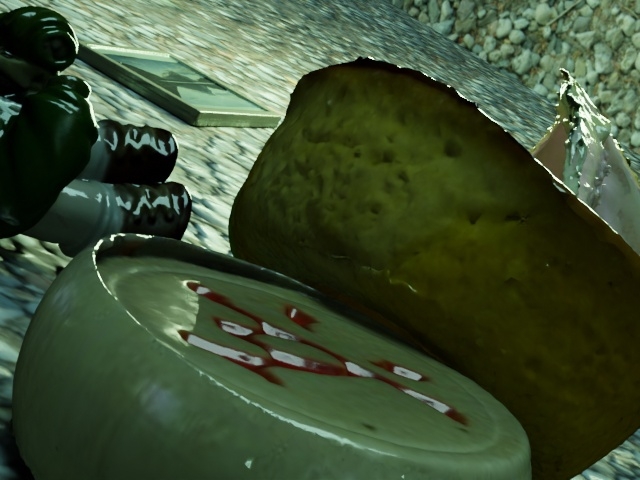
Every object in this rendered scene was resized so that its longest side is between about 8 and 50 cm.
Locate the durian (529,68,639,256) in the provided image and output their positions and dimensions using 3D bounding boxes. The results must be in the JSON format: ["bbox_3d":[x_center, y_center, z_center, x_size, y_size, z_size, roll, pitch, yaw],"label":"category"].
[{"bbox_3d":[0.227,0.032,1.544,0.196,0.185,0.305,31,31,-17],"label":"durian"}]

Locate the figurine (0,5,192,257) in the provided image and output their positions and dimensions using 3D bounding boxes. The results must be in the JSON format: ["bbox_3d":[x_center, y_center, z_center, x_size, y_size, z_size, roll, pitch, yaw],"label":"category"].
[{"bbox_3d":[-0.230,-0.088,1.067,0.370,0.167,0.281,27,35,-41],"label":"figurine"}]

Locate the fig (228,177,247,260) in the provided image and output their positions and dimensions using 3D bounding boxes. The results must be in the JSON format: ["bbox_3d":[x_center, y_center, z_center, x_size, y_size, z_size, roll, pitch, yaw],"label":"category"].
[{"bbox_3d":[0.006,-0.007,1.299,0.136,0.120,0.153,31,15,-10],"label":"fig"}]

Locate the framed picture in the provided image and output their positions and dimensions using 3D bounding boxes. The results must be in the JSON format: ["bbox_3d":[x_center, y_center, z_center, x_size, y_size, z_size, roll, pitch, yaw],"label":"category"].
[{"bbox_3d":[-0.136,-0.150,1.830,0.150,0.015,0.203,31,13,18],"label":"framed picture"}]

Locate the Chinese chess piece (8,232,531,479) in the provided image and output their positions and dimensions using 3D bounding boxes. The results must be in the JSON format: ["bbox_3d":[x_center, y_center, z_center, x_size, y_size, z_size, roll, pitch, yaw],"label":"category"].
[{"bbox_3d":[-0.023,0.091,0.891,0.250,0.103,0.250,25,12,-6],"label":"Chinese chess piece"}]

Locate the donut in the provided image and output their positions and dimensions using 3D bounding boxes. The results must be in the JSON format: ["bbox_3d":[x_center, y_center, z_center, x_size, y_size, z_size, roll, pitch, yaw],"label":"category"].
[{"bbox_3d":[0.068,0.032,1.086,0.303,0.110,0.303,38,-15,12],"label":"donut"}]
